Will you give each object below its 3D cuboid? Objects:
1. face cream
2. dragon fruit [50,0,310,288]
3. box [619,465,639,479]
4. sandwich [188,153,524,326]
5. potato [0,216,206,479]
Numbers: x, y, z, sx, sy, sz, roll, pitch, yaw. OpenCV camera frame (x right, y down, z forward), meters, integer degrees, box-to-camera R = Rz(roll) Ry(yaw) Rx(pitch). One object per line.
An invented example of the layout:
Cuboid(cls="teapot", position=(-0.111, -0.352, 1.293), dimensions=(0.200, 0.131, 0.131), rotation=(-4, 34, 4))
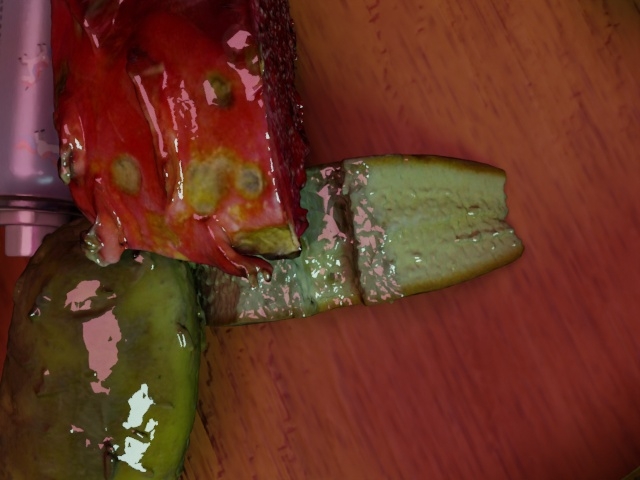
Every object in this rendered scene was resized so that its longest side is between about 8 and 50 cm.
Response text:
Cuboid(cls="face cream", position=(-0.189, -0.102, 0.604), dimensions=(0.075, 0.075, 0.229), rotation=(2, 87, 12))
Cuboid(cls="dragon fruit", position=(-0.099, -0.102, 0.501), dimensions=(0.161, 0.126, 0.274), rotation=(-12, 52, 10))
Cuboid(cls="box", position=(0.238, 0.156, 0.439), dimensions=(0.311, 0.043, 0.173), rotation=(-36, 105, 0))
Cuboid(cls="sandwich", position=(0.000, 0.000, 0.550), dimensions=(0.245, 0.088, 0.090), rotation=(-9, 88, 10))
Cuboid(cls="potato", position=(-0.139, 0.105, 0.550), dimensions=(0.149, 0.113, 0.251), rotation=(16, 101, 47))
